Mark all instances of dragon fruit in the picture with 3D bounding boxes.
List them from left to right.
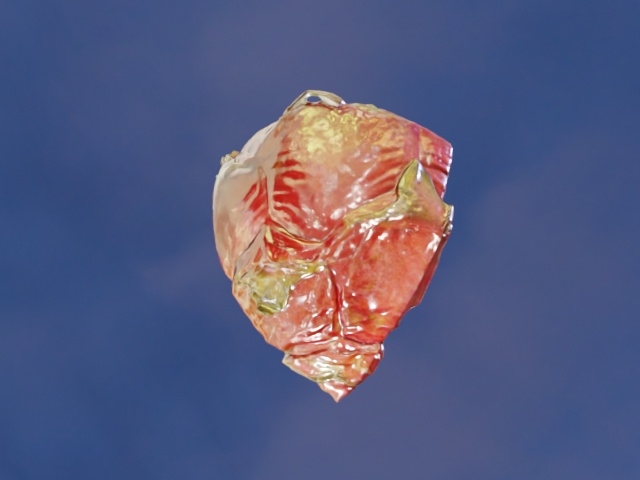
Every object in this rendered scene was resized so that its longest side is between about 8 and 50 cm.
[{"bbox_3d":[0.001,-0.001,0.912,0.127,0.161,0.120,19,-41,-15],"label":"dragon fruit"}]
